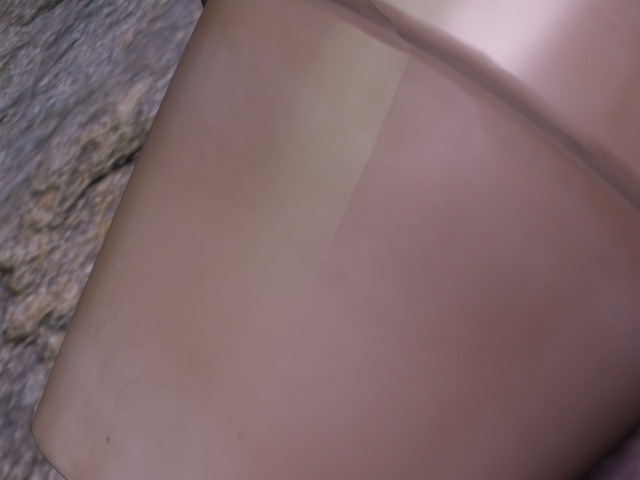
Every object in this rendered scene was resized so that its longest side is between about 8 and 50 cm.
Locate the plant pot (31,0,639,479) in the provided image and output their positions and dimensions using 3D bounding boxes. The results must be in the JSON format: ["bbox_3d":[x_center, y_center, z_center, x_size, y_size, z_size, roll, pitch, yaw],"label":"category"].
[{"bbox_3d":[0.021,0.030,0.566,0.280,0.323,0.323,-54,40,-8],"label":"plant pot"}]
